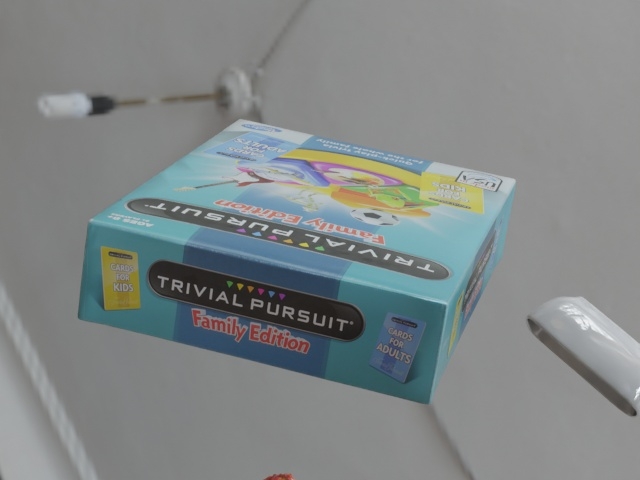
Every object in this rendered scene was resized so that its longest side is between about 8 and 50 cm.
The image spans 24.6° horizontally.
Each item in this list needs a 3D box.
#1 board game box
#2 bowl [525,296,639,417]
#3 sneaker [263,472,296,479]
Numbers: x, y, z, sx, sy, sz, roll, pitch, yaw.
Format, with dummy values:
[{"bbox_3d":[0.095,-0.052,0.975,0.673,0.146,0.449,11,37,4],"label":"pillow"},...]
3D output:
[{"bbox_3d":[0.000,0.000,1.132,0.254,0.336,0.079,13,-71,11],"label":"board game box"},{"bbox_3d":[0.268,0.106,1.425,0.142,0.142,0.053,40,-93,13],"label":"bowl"},{"bbox_3d":[-0.028,0.169,0.795,0.067,0.064,0.175,51,-15,4],"label":"sneaker"}]
